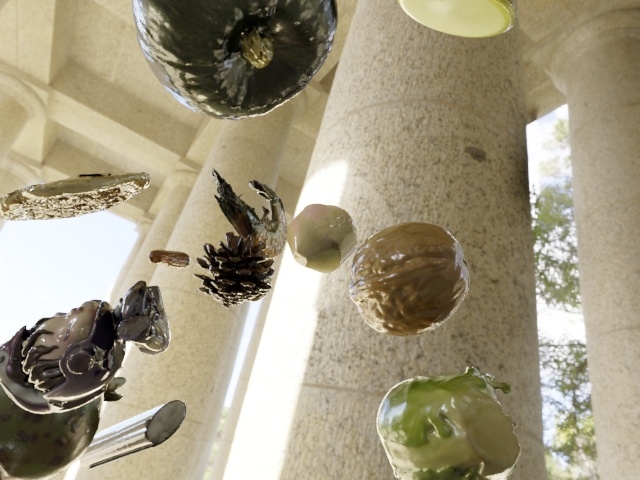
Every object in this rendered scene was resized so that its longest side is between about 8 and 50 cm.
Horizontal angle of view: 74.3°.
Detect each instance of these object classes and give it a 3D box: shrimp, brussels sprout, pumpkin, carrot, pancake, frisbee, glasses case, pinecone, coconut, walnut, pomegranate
[{"bbox_3d":[-0.248,-0.124,1.569,0.085,0.272,0.445,-3,-38,35],"label":"shrimp"},{"bbox_3d":[0.295,0.455,0.989,0.314,0.276,0.371,-7,-28,-2],"label":"brussels sprout"},{"bbox_3d":[-0.112,-0.317,0.622,0.300,0.207,0.300,-27,-28,-16],"label":"pumpkin"},{"bbox_3d":[-0.484,0.058,1.352,0.060,0.060,0.186,3,-7,18],"label":"carrot"},{"bbox_3d":[-0.488,-0.090,0.854,0.282,0.049,0.282,-16,0,0],"label":"pancake"},{"bbox_3d":[0.254,-0.442,0.806,0.236,0.017,0.236,19,10,-3],"label":"frisbee"},{"bbox_3d":[-0.429,0.440,0.959,0.299,0.114,0.060,-30,-82,31],"label":"glasses case"},{"bbox_3d":[-0.234,0.079,1.166,0.229,0.202,0.201,-1,-75,25],"label":"pinecone"},{"bbox_3d":[0.000,0.000,1.496,0.259,0.259,0.259,10,-29,6],"label":"coconut"},{"bbox_3d":[0.223,0.099,1.098,0.313,0.252,0.277,-19,-65,17],"label":"walnut"},{"bbox_3d":[-0.509,0.313,0.820,0.242,0.306,0.242,13,-63,26],"label":"pomegranate"}]

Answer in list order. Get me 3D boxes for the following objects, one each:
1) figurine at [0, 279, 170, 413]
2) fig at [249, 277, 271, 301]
[{"bbox_3d":[-0.317,0.149,0.579,0.222,0.145,0.145,-22,-31,-6],"label":"figurine"},{"bbox_3d":[-0.255,0.164,1.609,0.136,0.121,0.153,8,-66,-20],"label":"fig"}]
